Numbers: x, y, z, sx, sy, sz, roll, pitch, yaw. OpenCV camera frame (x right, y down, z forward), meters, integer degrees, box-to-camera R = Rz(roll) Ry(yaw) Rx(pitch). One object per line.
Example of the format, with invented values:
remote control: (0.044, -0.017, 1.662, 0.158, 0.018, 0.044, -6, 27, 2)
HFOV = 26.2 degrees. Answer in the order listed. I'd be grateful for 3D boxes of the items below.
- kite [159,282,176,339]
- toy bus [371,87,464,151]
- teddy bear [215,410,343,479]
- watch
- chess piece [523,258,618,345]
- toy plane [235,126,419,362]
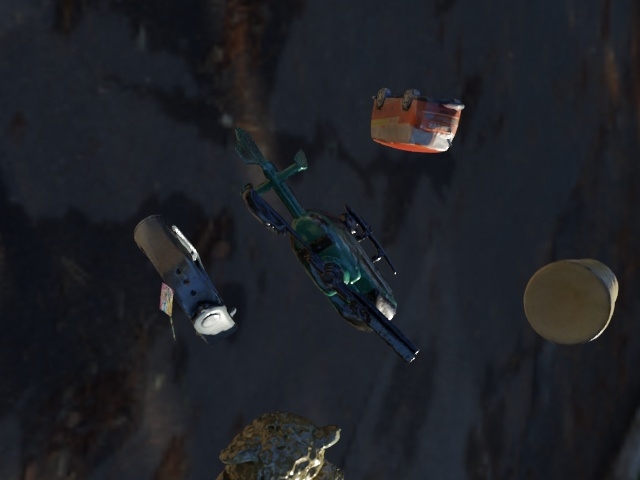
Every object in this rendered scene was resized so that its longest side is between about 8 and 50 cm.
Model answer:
kite: (-0.198, 0.092, 1.777, 0.044, 0.002, 0.078, -4, 92, -71)
toy bus: (0.124, -0.156, 1.808, 0.174, 0.079, 0.077, -159, -99, -71)
teddy bear: (-0.072, 0.358, 2.056, 0.156, 0.267, 0.256, 62, -31, 26)
watch: (-0.183, 0.064, 1.944, 0.193, 0.068, 0.206, 56, -3, 30)
chess piece: (0.289, 0.062, 1.525, 0.170, 0.094, 0.094, -8, 99, -69)
toy plane: (0.000, 0.000, 1.851, 0.382, 0.106, 0.155, 56, 14, -13)
